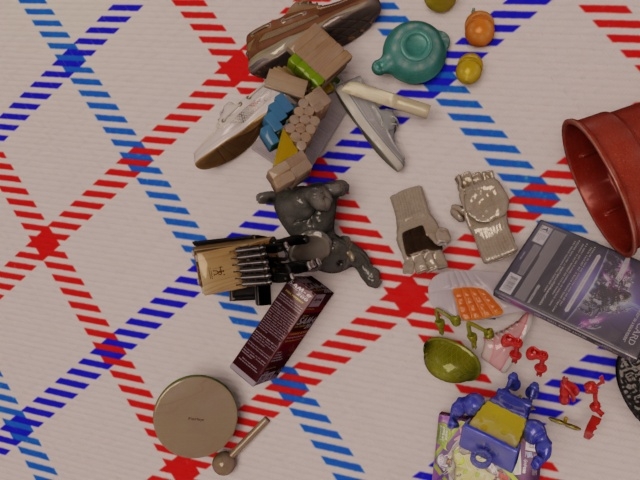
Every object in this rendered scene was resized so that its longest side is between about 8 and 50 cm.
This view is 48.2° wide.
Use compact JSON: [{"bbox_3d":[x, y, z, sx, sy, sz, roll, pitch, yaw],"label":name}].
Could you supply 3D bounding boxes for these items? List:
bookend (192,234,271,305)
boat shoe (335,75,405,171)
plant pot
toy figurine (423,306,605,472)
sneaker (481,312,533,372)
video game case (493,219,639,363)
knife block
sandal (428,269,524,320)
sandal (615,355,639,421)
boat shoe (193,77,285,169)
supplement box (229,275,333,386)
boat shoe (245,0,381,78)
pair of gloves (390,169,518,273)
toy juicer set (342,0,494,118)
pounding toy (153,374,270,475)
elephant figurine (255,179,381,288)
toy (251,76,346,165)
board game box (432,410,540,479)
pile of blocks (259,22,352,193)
[{"bbox_3d":[-0.199,0.072,1.609,0.157,0.072,0.156,-5,85,19],"label":"bookend"},{"bbox_3d":[0.122,-0.254,1.519,0.081,0.079,0.227,-35,82,2],"label":"boat shoe"},{"bbox_3d":[0.613,-0.146,1.269,0.265,0.272,0.272,-24,79,7],"label":"plant pot"},{"bbox_3d":[0.310,0.308,1.315,0.362,0.191,0.217,24,51,25],"label":"toy figurine"},{"bbox_3d":[0.367,0.191,1.424,0.070,0.051,0.134,29,100,13],"label":"sneaker"},{"bbox_3d":[0.492,0.086,1.332,0.274,0.026,0.196,27,63,26],"label":"video game case"},{"bbox_3d":[-0.136,0.042,1.482,0.242,0.275,0.088,-10,95,-12],"label":"knife block"},{"bbox_3d":[0.349,0.113,1.422,0.265,0.076,0.102,-3,74,10],"label":"sandal"},{"bbox_3d":[0.730,0.315,1.281,0.445,0.107,0.168,26,93,6],"label":"sandal"},{"bbox_3d":[-0.184,-0.270,1.619,0.277,0.098,0.096,-37,76,3],"label":"boat shoe"},{"bbox_3d":[-0.080,0.190,1.532,0.073,0.130,0.239,36,99,17],"label":"supplement box"},{"bbox_3d":[-0.028,-0.473,1.566,0.324,0.123,0.116,-22,77,14],"label":"boat shoe"},{"bbox_3d":[0.265,-0.040,1.451,0.240,0.042,0.204,-13,65,16],"label":"pair of gloves"},{"bbox_3d":[0.225,-0.373,1.497,0.209,0.089,0.329,39,90,4],"label":"toy juicer set"},{"bbox_3d":[-0.260,0.395,1.608,0.237,0.110,0.183,37,87,-12],"label":"pounding toy"},{"bbox_3d":[0.000,0.000,1.516,0.186,0.169,0.240,1,104,47],"label":"elephant figurine"},{"bbox_3d":[-0.037,-0.266,1.574,0.137,0.056,0.237,33,92,-18],"label":"toy"},{"bbox_3d":[0.321,0.531,1.421,0.208,0.056,0.347,6,88,15],"label":"board game box"},{"bbox_3d":[-0.055,-0.262,1.471,0.148,0.112,0.362,20,74,-4],"label":"pile of blocks"}]
